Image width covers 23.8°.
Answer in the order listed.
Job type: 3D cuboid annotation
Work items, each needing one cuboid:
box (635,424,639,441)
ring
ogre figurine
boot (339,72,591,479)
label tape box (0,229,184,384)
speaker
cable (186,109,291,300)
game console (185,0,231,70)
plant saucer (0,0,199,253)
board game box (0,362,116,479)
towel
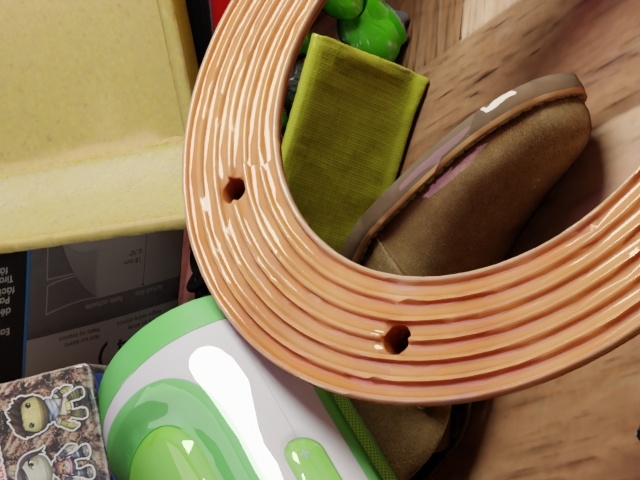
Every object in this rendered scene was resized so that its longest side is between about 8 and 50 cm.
[{"bbox_3d":[0.200,0.043,0.511,0.184,0.045,0.191,-117,46,-61],"label":"box"},{"bbox_3d":[0.077,-0.079,0.707,0.336,0.032,0.337,-17,57,28],"label":"ring"},{"bbox_3d":[-0.011,-0.102,0.993,0.097,0.118,0.197,-4,73,62],"label":"ogre figurine"},{"bbox_3d":[0.061,0.044,0.804,0.115,0.112,0.305,53,125,25],"label":"boot"},{"bbox_3d":[-0.231,0.128,1.162,0.106,0.240,0.334,21,113,38],"label":"label tape box"},{"bbox_3d":[0.001,0.164,0.693,0.296,0.131,0.131,57,130,36],"label":"speaker"},{"bbox_3d":[-0.059,-0.030,1.163,0.150,0.047,0.185,-35,40,50],"label":"cable"},{"bbox_3d":[-0.140,-0.286,1.019,0.386,0.060,0.342,-149,55,-63],"label":"game console"},{"bbox_3d":[-0.205,-0.160,0.926,0.332,0.081,0.333,-7,97,34],"label":"plant saucer"},{"bbox_3d":[-0.217,0.176,0.904,0.232,0.291,0.141,26,-130,-76],"label":"board game box"},{"bbox_3d":[0.000,0.000,0.933,0.021,0.102,0.237,17,92,43],"label":"towel"}]
